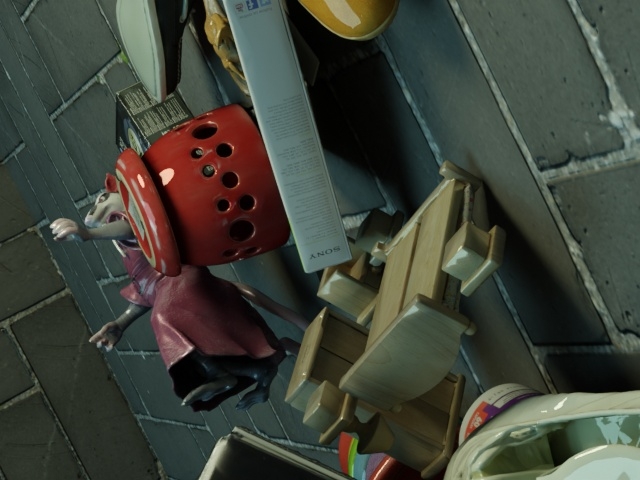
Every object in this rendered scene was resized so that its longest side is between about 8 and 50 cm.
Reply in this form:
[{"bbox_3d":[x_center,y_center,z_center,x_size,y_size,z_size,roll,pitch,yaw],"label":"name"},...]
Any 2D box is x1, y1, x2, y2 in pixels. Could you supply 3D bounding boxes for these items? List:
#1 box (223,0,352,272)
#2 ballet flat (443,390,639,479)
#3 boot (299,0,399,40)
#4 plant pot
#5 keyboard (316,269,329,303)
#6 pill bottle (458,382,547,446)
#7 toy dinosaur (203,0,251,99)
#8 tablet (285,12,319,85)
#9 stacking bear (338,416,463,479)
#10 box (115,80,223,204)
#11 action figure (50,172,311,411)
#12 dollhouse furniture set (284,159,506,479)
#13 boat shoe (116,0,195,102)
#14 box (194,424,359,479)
[{"bbox_3d":[-0.045,-0.159,1.509,0.232,0.058,0.322,-106,1,-55],"label":"box"},{"bbox_3d":[0.200,0.191,1.214,0.400,0.139,0.139,-25,93,51],"label":"ballet flat"},{"bbox_3d":[-0.053,-0.310,1.258,0.295,0.104,0.211,62,-162,17],"label":"boot"},{"bbox_3d":[-0.149,-0.053,1.848,0.191,0.174,0.191,59,164,28],"label":"plant pot"},{"bbox_3d":[0.000,0.000,1.807,0.108,0.023,0.180,14,129,57],"label":"keyboard"},{"bbox_3d":[0.222,0.208,1.394,0.193,0.108,0.108,21,135,62],"label":"pill bottle"},{"bbox_3d":[-0.114,-0.245,1.695,0.112,0.064,0.211,24,138,62],"label":"toy dinosaur"},{"bbox_3d":[-0.028,-0.210,1.610,0.083,0.006,0.054,56,161,17],"label":"tablet"},{"bbox_3d":[0.098,0.259,1.716,0.289,0.175,0.164,-155,81,-75],"label":"stacking bear"},{"bbox_3d":[-0.212,-0.119,2.094,0.180,0.077,0.147,56,159,17],"label":"box"},{"bbox_3d":[-0.190,0.044,1.985,0.370,0.276,0.248,59,166,23],"label":"action figure"},{"bbox_3d":[0.134,0.052,1.421,0.174,0.303,0.355,29,132,-12],"label":"dollhouse furniture set"},{"bbox_3d":[-0.191,-0.295,1.776,0.114,0.091,0.302,48,155,32],"label":"boat shoe"},{"bbox_3d":[0.100,0.448,1.355,0.480,0.297,0.472,21,162,17],"label":"box"}]
